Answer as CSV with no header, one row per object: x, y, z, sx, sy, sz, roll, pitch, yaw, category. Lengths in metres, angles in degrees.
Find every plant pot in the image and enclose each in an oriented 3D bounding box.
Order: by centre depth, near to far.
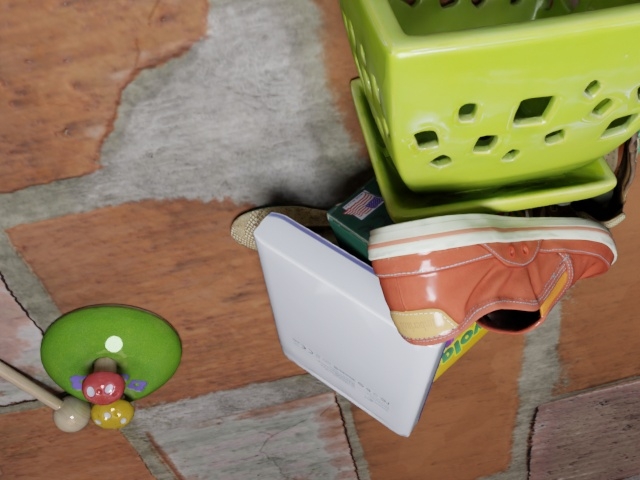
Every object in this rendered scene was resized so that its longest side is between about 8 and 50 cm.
0.135,-0.147,0.520,0.227,0.228,0.207,-9,139,-4,plant pot

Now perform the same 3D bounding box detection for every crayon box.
0.147,0.035,0.730,0.202,0.081,0.318,-39,136,-15,crayon box

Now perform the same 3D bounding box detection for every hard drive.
0.032,0.114,0.720,0.040,0.210,0.319,-50,159,-24,hard drive

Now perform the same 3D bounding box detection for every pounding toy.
-0.298,0.194,0.821,0.237,0.110,0.183,-27,132,13,pounding toy

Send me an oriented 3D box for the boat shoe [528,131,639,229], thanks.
0.275,-0.046,0.657,0.095,0.095,0.257,-8,138,10,boat shoe

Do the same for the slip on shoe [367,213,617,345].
0.169,0.032,0.565,0.331,0.101,0.123,-2,173,-45,slip on shoe

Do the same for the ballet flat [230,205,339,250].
0.000,0.000,0.730,0.206,0.067,0.073,-2,135,-9,ballet flat

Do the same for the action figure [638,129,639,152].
0.312,-0.125,0.681,0.232,0.063,0.137,-35,131,29,action figure
